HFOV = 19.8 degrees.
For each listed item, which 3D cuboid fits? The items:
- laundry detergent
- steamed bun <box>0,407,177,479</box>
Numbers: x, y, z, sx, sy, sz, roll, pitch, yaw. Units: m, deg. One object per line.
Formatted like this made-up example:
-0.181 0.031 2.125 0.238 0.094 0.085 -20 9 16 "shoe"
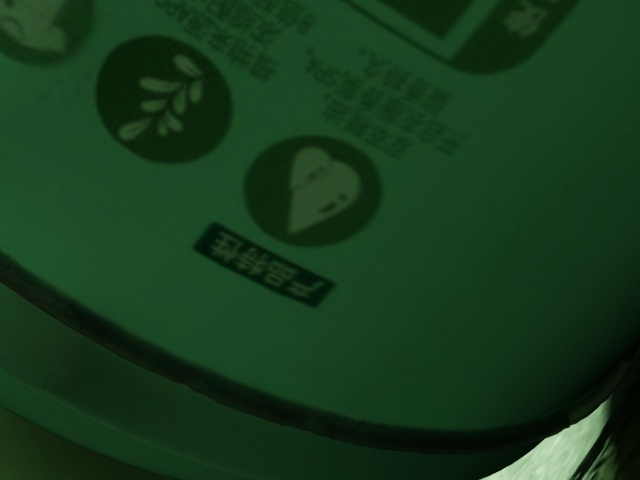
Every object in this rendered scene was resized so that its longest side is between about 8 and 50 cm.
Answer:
0.014 -0.113 0.425 0.305 0.287 0.287 -50 5 31 "laundry detergent"
-0.184 0.152 0.538 0.374 0.241 0.374 -56 13 19 "steamed bun"
